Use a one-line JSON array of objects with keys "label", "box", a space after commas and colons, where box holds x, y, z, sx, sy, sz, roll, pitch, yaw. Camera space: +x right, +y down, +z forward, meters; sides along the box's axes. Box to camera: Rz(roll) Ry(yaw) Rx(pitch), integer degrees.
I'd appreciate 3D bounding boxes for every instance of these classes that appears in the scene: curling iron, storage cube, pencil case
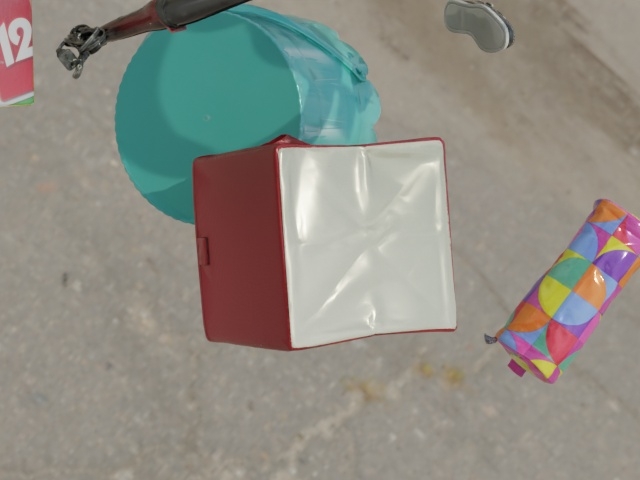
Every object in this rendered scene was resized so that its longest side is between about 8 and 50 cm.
[{"label": "curling iron", "box": [-0.142, -0.191, 1.215, 0.035, 0.274, 0.068, 52, 50, -29]}, {"label": "storage cube", "box": [0.000, 0.000, 1.322, 0.184, 0.193, 0.215, -4, 92, -28]}, {"label": "pencil case", "box": [0.306, 0.063, 1.656, 0.104, 0.236, 0.104, 39, -2, 2]}]

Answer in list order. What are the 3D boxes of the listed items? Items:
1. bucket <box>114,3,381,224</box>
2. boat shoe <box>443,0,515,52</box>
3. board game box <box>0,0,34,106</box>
[{"label": "bucket", "box": [-0.090, -0.139, 1.582, 0.281, 0.281, 0.183, 49, 19, 15]}, {"label": "boat shoe", "box": [0.170, -0.221, 1.404, 0.038, 0.046, 0.125, -6, 19, -22]}, {"label": "board game box", "box": [-0.253, -0.217, 0.912, 0.039, 0.259, 0.124, 7, 12, 44]}]
